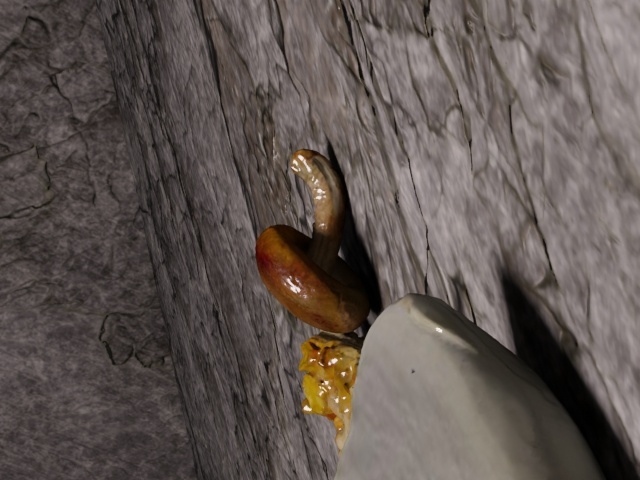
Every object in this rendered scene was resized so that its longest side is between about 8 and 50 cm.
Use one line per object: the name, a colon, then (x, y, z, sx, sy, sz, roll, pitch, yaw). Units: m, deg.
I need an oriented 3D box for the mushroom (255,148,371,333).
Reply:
mushroom: (-0.009, 0.004, 0.996, 0.088, 0.072, 0.130, 2, -106, -60)

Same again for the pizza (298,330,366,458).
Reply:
pizza: (0.026, 0.121, 0.998, 0.182, 0.062, 0.161, 91, 161, -57)

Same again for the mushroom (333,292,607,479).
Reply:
mushroom: (0.094, 0.163, 0.614, 0.329, 0.122, 0.159, -128, 16, -59)
